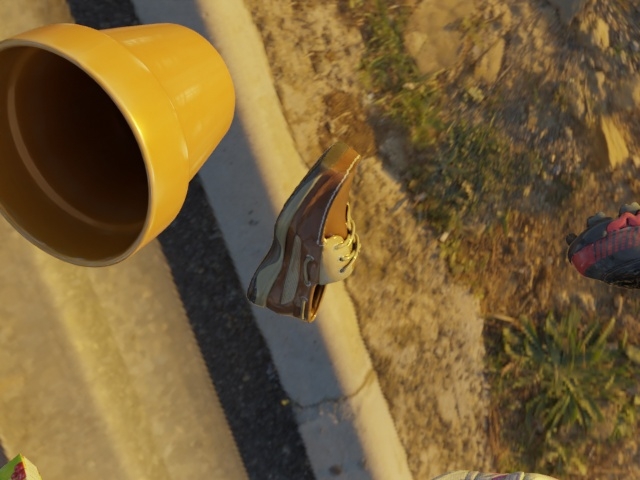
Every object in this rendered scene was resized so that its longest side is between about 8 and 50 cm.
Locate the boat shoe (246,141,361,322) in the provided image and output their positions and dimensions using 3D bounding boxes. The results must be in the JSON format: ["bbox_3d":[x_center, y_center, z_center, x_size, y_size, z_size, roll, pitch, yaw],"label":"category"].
[{"bbox_3d":[0.000,0.000,1.284,0.120,0.122,0.324,31,140,4],"label":"boat shoe"}]

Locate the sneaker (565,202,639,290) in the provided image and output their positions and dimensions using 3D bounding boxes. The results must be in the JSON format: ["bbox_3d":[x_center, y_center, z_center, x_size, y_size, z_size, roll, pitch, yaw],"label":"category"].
[{"bbox_3d":[0.388,0.035,0.932,0.276,0.097,0.135,2,63,5],"label":"sneaker"}]

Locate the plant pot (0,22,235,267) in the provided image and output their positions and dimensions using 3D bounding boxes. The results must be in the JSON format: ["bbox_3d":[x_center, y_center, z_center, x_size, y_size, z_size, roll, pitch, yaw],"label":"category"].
[{"bbox_3d":[-0.179,-0.108,0.842,0.205,0.188,0.205,15,123,24],"label":"plant pot"}]

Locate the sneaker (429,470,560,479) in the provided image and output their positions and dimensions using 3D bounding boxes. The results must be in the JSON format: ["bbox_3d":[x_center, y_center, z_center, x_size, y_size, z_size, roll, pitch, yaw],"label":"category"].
[{"bbox_3d":[0.257,0.365,1.300,0.252,0.111,0.103,-1,69,-1],"label":"sneaker"}]

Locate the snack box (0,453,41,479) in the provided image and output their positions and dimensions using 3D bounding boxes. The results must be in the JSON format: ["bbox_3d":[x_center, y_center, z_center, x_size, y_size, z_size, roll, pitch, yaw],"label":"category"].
[{"bbox_3d":[-0.380,0.323,1.060,0.141,0.100,0.037,-38,123,-6],"label":"snack box"}]
